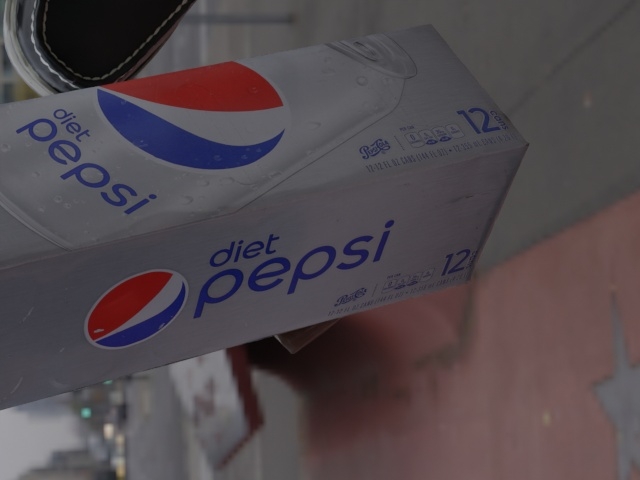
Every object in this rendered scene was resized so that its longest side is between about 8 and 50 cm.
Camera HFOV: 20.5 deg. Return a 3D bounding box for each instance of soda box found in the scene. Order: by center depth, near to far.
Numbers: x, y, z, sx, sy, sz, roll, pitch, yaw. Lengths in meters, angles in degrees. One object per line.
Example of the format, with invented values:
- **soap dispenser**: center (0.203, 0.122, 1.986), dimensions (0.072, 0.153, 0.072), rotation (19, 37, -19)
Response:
- **soda box**: center (-0.054, -0.013, 0.781), dimensions (0.091, 0.286, 0.098), rotation (55, 145, 32)

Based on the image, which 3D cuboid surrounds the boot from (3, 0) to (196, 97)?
- **boot**: center (-0.044, -0.174, 0.798), dimensions (0.178, 0.085, 0.236), rotation (-16, 39, 60)

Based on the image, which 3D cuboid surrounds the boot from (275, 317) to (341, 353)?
- **boot**: center (0.000, 0.000, 0.980), dimensions (0.106, 0.114, 0.037), rotation (60, -171, -19)
